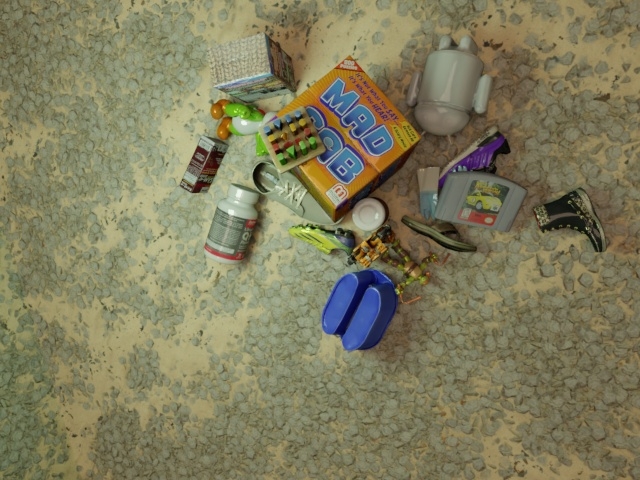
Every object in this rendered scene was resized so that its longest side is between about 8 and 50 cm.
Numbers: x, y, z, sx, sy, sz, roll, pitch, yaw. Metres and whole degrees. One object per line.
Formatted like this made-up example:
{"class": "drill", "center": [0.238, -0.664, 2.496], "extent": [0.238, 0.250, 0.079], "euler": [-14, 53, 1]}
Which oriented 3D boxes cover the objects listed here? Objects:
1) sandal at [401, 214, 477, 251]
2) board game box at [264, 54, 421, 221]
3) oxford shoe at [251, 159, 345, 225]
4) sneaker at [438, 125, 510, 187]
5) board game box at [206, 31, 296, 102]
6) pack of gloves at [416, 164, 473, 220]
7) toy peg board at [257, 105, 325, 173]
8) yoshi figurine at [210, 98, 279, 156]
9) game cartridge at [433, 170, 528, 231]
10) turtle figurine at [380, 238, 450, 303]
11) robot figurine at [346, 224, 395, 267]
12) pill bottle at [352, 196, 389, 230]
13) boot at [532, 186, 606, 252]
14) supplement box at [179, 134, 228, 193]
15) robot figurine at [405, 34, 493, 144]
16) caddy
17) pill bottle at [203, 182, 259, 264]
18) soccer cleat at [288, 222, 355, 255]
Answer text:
{"class": "sandal", "center": [0.455, -0.037, 1.551], "extent": [0.302, 0.120, 0.086], "euler": [28, 89, 11]}
{"class": "board game box", "center": [0.074, -0.327, 1.445], "extent": [0.356, 0.356, 0.357], "euler": [-39, 85, -1]}
{"class": "oxford shoe", "center": [-0.103, -0.193, 1.672], "extent": [0.449, 0.130, 0.169], "euler": [30, 101, 8]}
{"class": "sneaker", "center": [0.564, -0.270, 1.496], "extent": [0.293, 0.102, 0.146], "euler": [-41, 86, 16]}
{"class": "board game box", "center": [-0.253, -0.649, 1.572], "extent": [0.231, 0.291, 0.141], "euler": [-7, 95, 15]}
{"class": "pack of gloves", "center": [0.464, -0.163, 1.507], "extent": [0.194, 0.046, 0.232], "euler": [-4, 126, 15]}
{"class": "toy peg board", "center": [-0.090, -0.313, 1.232], "extent": [0.161, 0.079, 0.161], "euler": [-26, 86, 0]}
{"class": "yoshi figurine", "center": [-0.268, -0.445, 1.646], "extent": [0.361, 0.203, 0.203], "euler": [14, 102, 15]}
{"class": "game cartridge", "center": [0.578, -0.145, 1.469], "extent": [0.293, 0.060, 0.196], "euler": [10, 115, -4]}
{"class": "turtle figurine", "center": [0.358, 0.098, 1.605], "extent": [0.217, 0.087, 0.269], "euler": [44, 85, 10]}
{"class": "robot figurine", "center": [0.201, 0.023, 1.530], "extent": [0.211, 0.291, 0.085], "euler": [-43, 85, 16]}
{"class": "pill bottle", "center": [0.197, -0.104, 1.554], "extent": [0.121, 0.216, 0.121], "euler": [2, 97, 15]}
{"class": "boot", "center": [0.880, -0.048, 1.449], "extent": [0.178, 0.085, 0.237], "euler": [-21, 84, 18]}
{"class": "supplement box", "center": [-0.500, -0.323, 1.760], "extent": [0.073, 0.130, 0.240], "euler": [32, 104, 9]}
{"class": "robot figurine", "center": [0.450, -0.526, 1.445], "extent": [0.299, 0.199, 0.354], "euler": [21, 103, 36]}
{"class": "caddy", "center": [0.160, 0.278, 1.635], "extent": [0.241, 0.179, 0.342], "euler": [34, 105, 33]}
{"class": "pill bottle", "center": [-0.368, -0.072, 1.730], "extent": [0.176, 0.176, 0.319], "euler": [23, 102, 11]}
{"class": "soccer cleat", "center": [0.000, 0.000, 1.686], "extent": [0.288, 0.093, 0.121], "euler": [9, 106, 14]}
